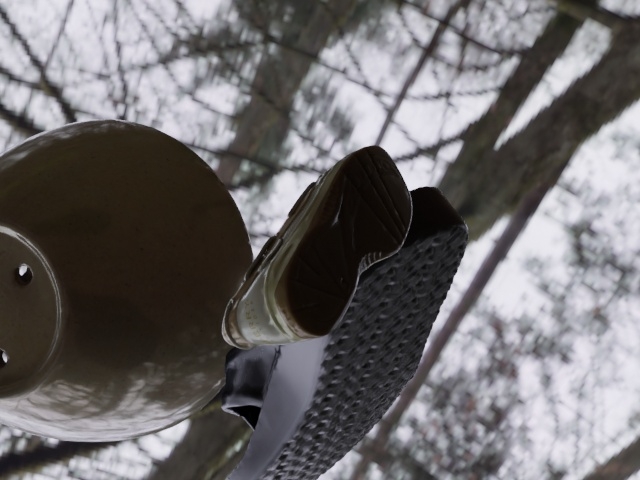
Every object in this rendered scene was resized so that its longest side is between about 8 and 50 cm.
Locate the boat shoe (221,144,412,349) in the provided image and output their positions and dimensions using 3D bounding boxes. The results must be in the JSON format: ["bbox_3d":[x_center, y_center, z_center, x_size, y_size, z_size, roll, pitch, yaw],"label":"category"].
[{"bbox_3d":[0.001,0.002,0.699,0.056,0.048,0.153,57,-145,-19],"label":"boat shoe"}]

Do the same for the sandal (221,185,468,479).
[{"bbox_3d":[0.001,0.088,1.168,0.167,0.446,0.107,-23,-117,-32],"label":"sandal"}]

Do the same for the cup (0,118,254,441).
[{"bbox_3d":[-0.258,0.051,1.360,0.331,0.331,0.237,36,-164,13],"label":"cup"}]
